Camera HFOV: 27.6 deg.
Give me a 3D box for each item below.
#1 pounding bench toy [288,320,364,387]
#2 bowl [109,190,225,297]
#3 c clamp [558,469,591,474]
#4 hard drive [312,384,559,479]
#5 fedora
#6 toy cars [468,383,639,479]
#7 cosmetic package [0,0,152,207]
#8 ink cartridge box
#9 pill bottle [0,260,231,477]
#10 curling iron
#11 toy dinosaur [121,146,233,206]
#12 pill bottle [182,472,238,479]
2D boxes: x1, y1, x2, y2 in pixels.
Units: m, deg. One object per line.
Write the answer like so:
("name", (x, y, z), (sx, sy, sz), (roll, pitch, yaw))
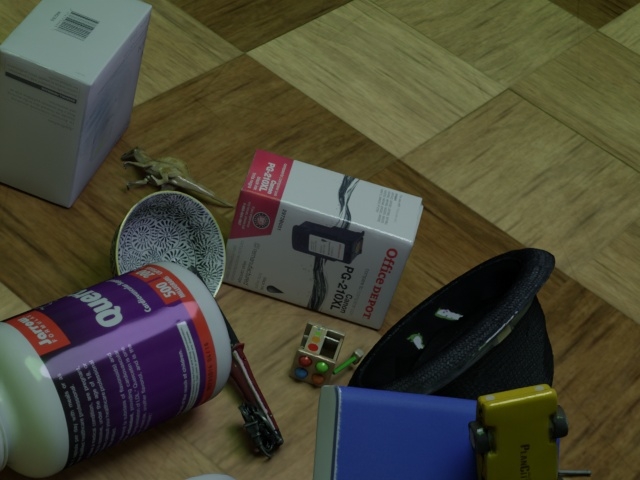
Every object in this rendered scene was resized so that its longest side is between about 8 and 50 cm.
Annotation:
("pounding bench toy", (0.010, 0.154, 1.674), (0.083, 0.052, 0.065), (19, 41, 2))
("bowl", (-0.215, 0.022, 1.699), (0.170, 0.170, 0.080), (-26, 14, -38))
("c clamp", (0.290, 0.339, 1.592), (0.137, 0.022, 0.160), (6, 42, -13))
("hard drive", (0.133, 0.278, 1.435), (0.319, 0.040, 0.210), (10, 80, -33))
("fedora", (0.190, 0.158, 1.625), (0.152, 0.334, 0.334), (54, 44, -9))
("toy cars", (0.282, 0.282, 1.452), (0.394, 0.176, 0.087), (38, 16, -26))
("cosmetic package", (-0.351, -0.210, 1.818), (0.138, 0.224, 0.224), (22, 41, 2))
("ink cartridge box", (0.000, 0.000, 1.749), (0.237, 0.172, 0.100), (17, 41, -1))
("pill bottle", (-0.272, 0.152, 1.481), (0.323, 0.181, 0.181), (-22, 55, -37))
("curling iron", (-0.108, 0.143, 1.615), (0.035, 0.068, 0.274), (-27, 62, 3))
("toy dinosaur", (-0.216, -0.090, 1.865), (0.183, 0.053, 0.092), (28, 41, 12))
("pill bottle", (-0.079, 0.380, 1.245), (0.160, 0.160, 0.283), (-14, 51, -31))
